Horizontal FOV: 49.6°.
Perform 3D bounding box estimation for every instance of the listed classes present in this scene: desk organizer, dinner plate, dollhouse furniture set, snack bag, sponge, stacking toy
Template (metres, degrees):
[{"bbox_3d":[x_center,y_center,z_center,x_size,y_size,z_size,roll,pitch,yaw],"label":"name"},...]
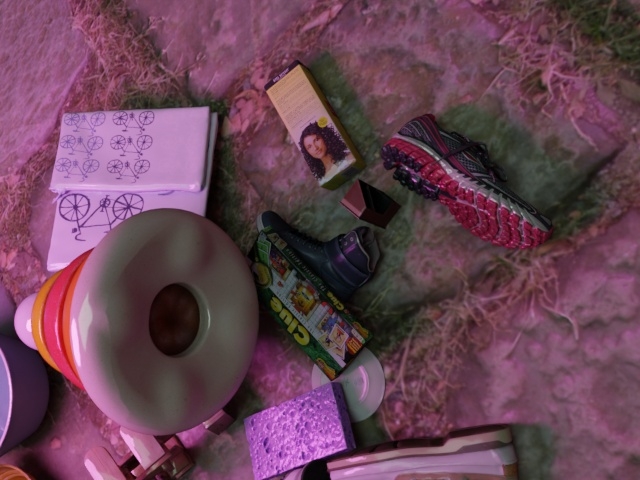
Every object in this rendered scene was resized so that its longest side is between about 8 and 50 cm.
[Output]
[{"bbox_3d":[0.085,-0.060,1.160,0.047,0.130,0.050,41,101,23],"label":"desk organizer"},{"bbox_3d":[0.045,0.249,1.216,0.141,0.017,0.141,-2,85,24],"label":"dinner plate"},{"bbox_3d":[-0.307,0.344,1.274,0.242,0.212,0.161,-39,70,-11],"label":"dollhouse furniture set"},{"bbox_3d":[-0.369,-0.098,1.333,0.322,0.037,0.343,1,72,8],"label":"snack bag"},{"bbox_3d":[-0.041,0.338,1.216,0.210,0.031,0.117,-29,60,28],"label":"sponge"},{"bbox_3d":[-0.375,0.134,1.208,0.479,0.350,0.351,-4,84,41],"label":"stacking toy"}]

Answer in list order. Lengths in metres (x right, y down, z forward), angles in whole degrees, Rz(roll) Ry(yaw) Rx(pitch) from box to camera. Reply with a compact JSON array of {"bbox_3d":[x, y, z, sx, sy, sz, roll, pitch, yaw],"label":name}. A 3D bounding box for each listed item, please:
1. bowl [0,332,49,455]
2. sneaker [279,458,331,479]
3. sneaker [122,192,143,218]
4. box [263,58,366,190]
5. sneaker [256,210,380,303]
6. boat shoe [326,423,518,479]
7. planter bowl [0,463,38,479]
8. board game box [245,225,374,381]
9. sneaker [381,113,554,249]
[{"bbox_3d":[-0.708,0.329,1.487,0.311,0.163,0.312,-2,84,25],"label":"bowl"},{"bbox_3d":[0.024,0.537,1.156,0.146,0.122,0.331,-38,74,39],"label":"sneaker"},{"bbox_3d":[-0.347,-0.090,1.386,0.129,0.111,0.297,-33,73,13],"label":"sneaker"},{"bbox_3d":[-0.011,-0.210,1.260,0.087,0.058,0.232,-36,71,18],"label":"box"},{"bbox_3d":[0.001,0.000,1.210,0.163,0.086,0.226,-45,78,27],"label":"sneaker"},{"bbox_3d":[0.157,0.366,1.090,0.302,0.113,0.103,-14,82,18],"label":"boat shoe"},{"bbox_3d":[-0.632,0.576,1.468,0.217,0.090,0.217,-2,85,25],"label":"planter bowl"},{"bbox_3d":[-0.033,0.109,1.190,0.260,0.030,0.136,46,136,15],"label":"board game box"},{"bbox_3d":[0.243,-0.099,1.102,0.299,0.121,0.112,38,71,16],"label":"sneaker"}]
